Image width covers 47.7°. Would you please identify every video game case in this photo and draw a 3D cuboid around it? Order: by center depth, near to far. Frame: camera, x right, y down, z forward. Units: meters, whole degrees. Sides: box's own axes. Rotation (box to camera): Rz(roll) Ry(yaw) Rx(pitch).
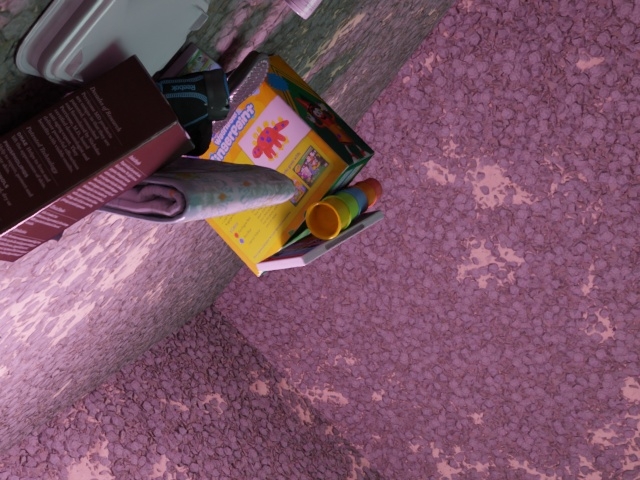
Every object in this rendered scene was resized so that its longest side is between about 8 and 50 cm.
[{"bbox_3d":[-0.308,-0.314,1.548,0.212,0.023,0.193,-46,175,6],"label":"video game case"},{"bbox_3d":[0.000,0.000,1.824,0.285,0.025,0.204,-30,-168,-35],"label":"video game case"}]

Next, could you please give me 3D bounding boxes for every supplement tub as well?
[{"bbox_3d":[-0.023,-0.562,1.626,0.107,0.071,0.071,-47,174,18],"label":"supplement tub"}]

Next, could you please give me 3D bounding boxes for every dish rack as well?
[{"bbox_3d":[-0.304,-0.339,1.165,0.285,0.072,0.333,-47,175,9],"label":"dish rack"}]

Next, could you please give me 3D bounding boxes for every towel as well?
[{"bbox_3d":[-0.290,-0.114,1.454,0.320,0.374,0.090,-19,115,-53],"label":"towel"}]

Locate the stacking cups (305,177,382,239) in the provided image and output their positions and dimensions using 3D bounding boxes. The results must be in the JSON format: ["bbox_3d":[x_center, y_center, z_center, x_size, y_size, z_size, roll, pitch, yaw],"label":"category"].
[{"bbox_3d":[0.075,-0.086,1.831,0.096,0.096,0.316,-49,171,29],"label":"stacking cups"}]

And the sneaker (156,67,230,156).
[{"bbox_3d":[-0.288,-0.265,1.496,0.139,0.125,0.341,-6,168,-20],"label":"sneaker"}]

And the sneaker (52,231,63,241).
[{"bbox_3d":[-0.575,-0.027,1.494,0.089,0.051,0.170,-52,177,14],"label":"sneaker"}]

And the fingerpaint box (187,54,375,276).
[{"bbox_3d":[-0.136,-0.192,1.906,0.445,0.371,0.163,-50,169,35],"label":"fingerpaint box"}]

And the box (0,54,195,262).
[{"bbox_3d":[-0.408,-0.124,1.176,0.381,0.143,0.191,-31,177,-5],"label":"box"}]

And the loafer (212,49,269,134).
[{"bbox_3d":[-0.216,-0.348,1.656,0.251,0.087,0.094,-43,171,25],"label":"loafer"}]
